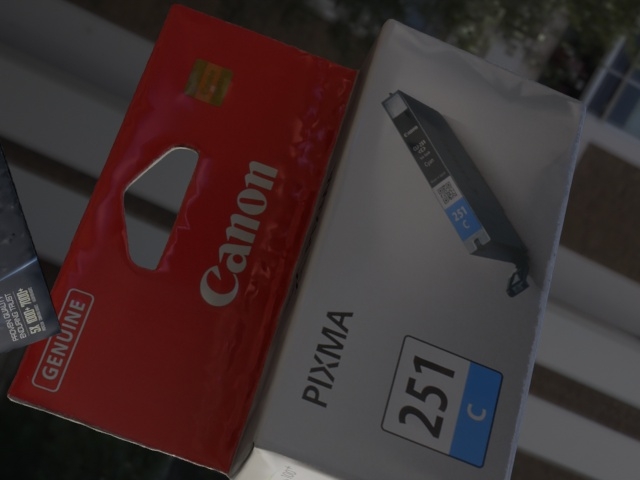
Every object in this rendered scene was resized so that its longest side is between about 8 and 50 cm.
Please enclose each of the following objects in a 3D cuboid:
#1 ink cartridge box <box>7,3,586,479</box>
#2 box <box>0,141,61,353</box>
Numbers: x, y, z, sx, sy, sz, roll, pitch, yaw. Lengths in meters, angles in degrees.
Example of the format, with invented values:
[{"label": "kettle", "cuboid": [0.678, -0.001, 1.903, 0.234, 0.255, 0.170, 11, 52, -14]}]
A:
[{"label": "ink cartridge box", "cuboid": [0.000, 0.000, 0.849, 0.066, 0.261, 0.296, 122, -13, -57]}, {"label": "box", "cuboid": [-0.193, -0.052, 0.705, 0.147, 0.077, 0.180, 85, -17, -52]}]
